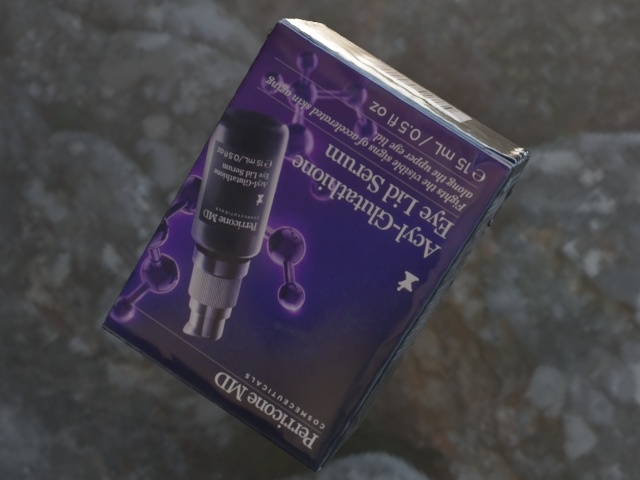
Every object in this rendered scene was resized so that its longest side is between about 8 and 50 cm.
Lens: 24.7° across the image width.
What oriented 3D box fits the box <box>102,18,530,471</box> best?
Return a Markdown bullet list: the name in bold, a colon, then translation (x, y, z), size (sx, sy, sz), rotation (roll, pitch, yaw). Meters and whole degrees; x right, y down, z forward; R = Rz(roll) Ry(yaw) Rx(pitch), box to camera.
- **box**: translation (0.000, 0.000, 0.834), size (0.153, 0.207, 0.108), rotation (32, 12, 8)
